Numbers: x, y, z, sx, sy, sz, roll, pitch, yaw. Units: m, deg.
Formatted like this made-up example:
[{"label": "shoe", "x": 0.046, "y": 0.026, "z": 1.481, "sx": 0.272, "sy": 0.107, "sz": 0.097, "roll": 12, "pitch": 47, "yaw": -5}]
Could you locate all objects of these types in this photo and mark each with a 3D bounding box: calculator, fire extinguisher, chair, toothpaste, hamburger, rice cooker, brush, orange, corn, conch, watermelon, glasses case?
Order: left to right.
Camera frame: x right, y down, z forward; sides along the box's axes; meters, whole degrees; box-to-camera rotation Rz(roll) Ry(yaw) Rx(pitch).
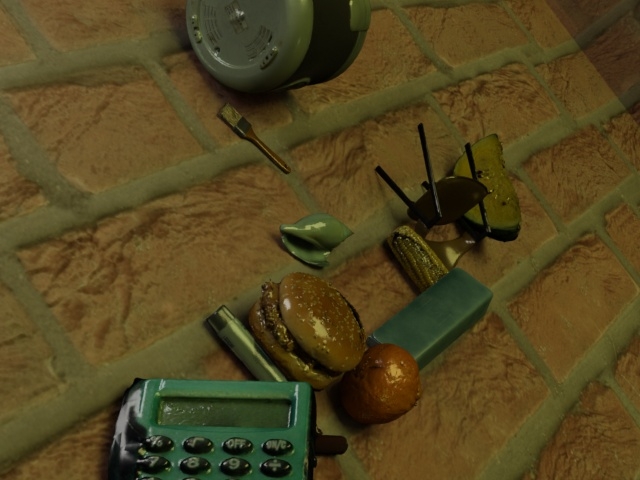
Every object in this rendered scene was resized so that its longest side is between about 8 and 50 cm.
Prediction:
[{"label": "calculator", "x": -0.134, "y": 0.282, "z": 1.323, "sx": 0.248, "sy": 0.058, "sz": 0.274, "roll": 1, "pitch": 48, "yaw": 4}, {"label": "brush", "x": -0.114, "y": -0.179, "z": 1.935, "sx": 0.170, "sy": 0.014, "sz": 0.043, "roll": 43, "pitch": 36, "yaw": -13}, {"label": "toothpaste", "x": -0.079, "y": 0.195, "z": 1.598, "sx": 0.239, "sy": 0.039, "sz": 0.062, "roll": 49, "pitch": -5, "yaw": 0}, {"label": "rice cooker", "x": -0.076, "y": -0.409, "z": 1.972, "sx": 0.288, "sy": 0.288, "sz": 0.277, "roll": 57, "pitch": 33, "yaw": 8}, {"label": "fire extinguisher", "x": -0.028, "y": 0.303, "z": 1.573, "sx": 0.173, "sy": 0.035, "sz": 0.049, "roll": 13, "pitch": 88, "yaw": -43}, {"label": "hamburger", "x": -0.020, "y": 0.128, "z": 1.641, "sx": 0.191, "sy": 0.118, "sz": 0.182, "roll": 42, "pitch": 16, "yaw": -12}, {"label": "conch", "x": -0.005, "y": -0.004, "z": 1.867, "sx": 0.180, "sy": 0.088, "sz": 0.065, "roll": -3, "pitch": 17, "yaw": -43}, {"label": "orange", "x": 0.095, "y": 0.227, "z": 1.689, "sx": 0.117, "sy": 0.135, "sz": 0.135, "roll": 48, "pitch": 32, "yaw": 16}, {"label": "corn", "x": 0.200, "y": 0.059, "z": 2.029, "sx": 0.203, "sy": 0.072, "sz": 0.072, "roll": 53, "pitch": 34, "yaw": 3}, {"label": "glasses case", "x": 0.201, "y": 0.142, "z": 1.901, "sx": 0.266, "sy": 0.056, "sz": 0.105, "roll": -34, "pitch": 87, "yaw": -40}, {"label": "chair", "x": 0.238, "y": -0.071, "z": 2.125, "sx": 0.159, "sy": 0.172, "sz": 0.247, "roll": 14, "pitch": 42, "yaw": -44}, {"label": "watermelon", "x": 0.354, "y": -0.099, "z": 2.299, "sx": 0.123, "sy": 0.129, "sz": 0.301, "roll": 31, "pitch": 33, "yaw": -31}]
